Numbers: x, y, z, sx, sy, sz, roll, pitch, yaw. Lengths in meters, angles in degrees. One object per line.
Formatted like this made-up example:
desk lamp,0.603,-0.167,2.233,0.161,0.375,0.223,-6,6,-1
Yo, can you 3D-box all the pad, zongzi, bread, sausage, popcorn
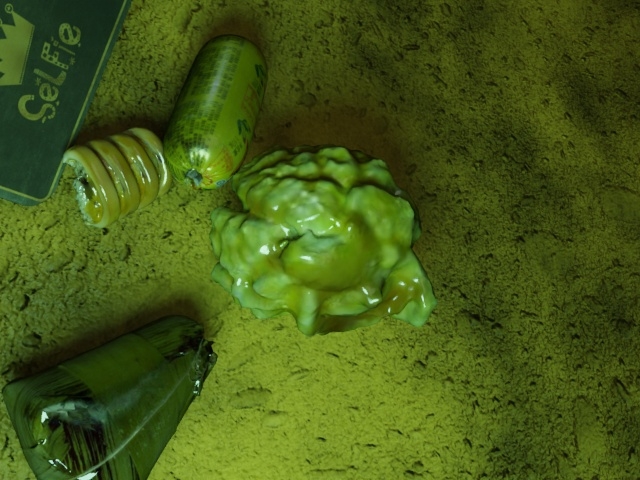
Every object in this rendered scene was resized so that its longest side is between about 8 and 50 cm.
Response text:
pad,-0.354,-0.229,1.078,0.315,0.063,0.375,23,87,-50
zongzi,-0.234,0.272,1.057,0.274,0.145,0.300,-24,103,-40
bread,-0.285,-0.095,1.161,0.177,0.084,0.119,-33,106,-43
sausage,-0.153,-0.198,1.229,0.123,0.123,0.347,28,43,-19
popcorn,0.008,-0.001,1.192,0.335,0.274,0.279,-9,104,-36
